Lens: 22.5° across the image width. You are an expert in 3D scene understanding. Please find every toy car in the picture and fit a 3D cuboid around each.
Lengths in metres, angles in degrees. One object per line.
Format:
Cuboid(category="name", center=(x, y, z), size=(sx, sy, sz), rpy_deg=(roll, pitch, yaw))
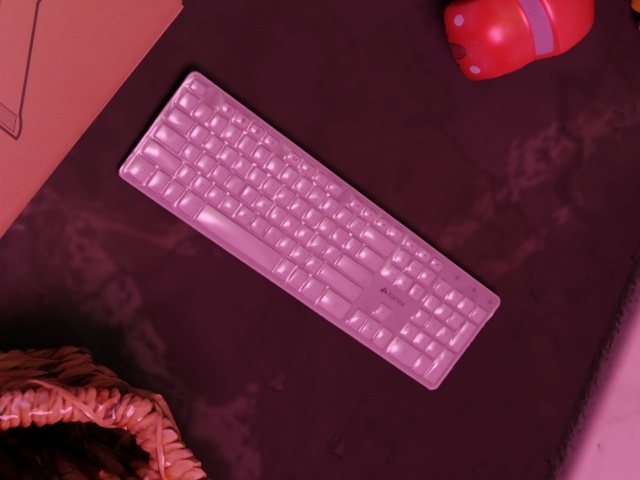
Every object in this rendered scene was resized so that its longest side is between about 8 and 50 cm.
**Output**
Cuboid(category="toy car", center=(0.187, -0.201, 0.948), size=(0.239, 0.053, 0.225), rpy_deg=(-1, 100, -33))

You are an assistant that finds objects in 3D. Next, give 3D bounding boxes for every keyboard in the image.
Cuboid(category="keyboard", center=(0.000, 0.000, 0.941), size=(0.256, 0.014, 0.072), rpy_deg=(36, 86, -28))

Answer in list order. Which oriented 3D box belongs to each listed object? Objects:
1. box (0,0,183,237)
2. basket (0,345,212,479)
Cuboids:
Cuboid(category="box", center=(-0.191, -0.095, 0.820), size=(0.164, 0.021, 0.201), rpy_deg=(40, 85, -28))
Cuboid(category="basket", center=(-0.185, 0.191, 0.783), size=(0.299, 0.223, 0.214), rpy_deg=(-24, 112, -18))
